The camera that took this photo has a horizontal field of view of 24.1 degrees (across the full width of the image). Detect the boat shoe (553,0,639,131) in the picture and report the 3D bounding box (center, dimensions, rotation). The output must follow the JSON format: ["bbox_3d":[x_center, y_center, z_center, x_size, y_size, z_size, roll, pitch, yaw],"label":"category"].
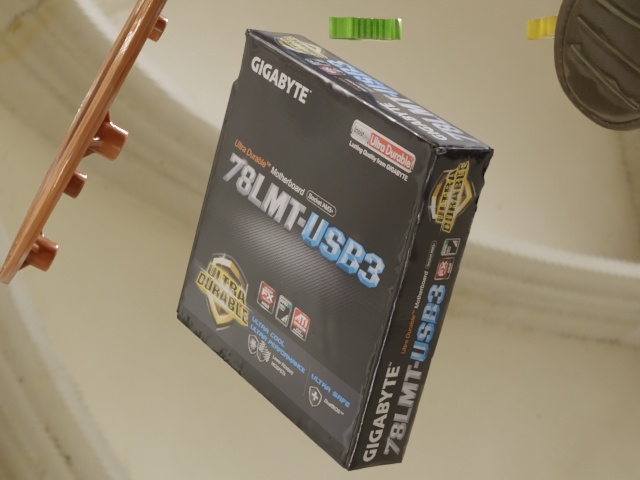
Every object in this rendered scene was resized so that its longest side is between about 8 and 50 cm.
[{"bbox_3d":[0.245,-0.187,0.980,0.111,0.307,0.104,41,-118,13],"label":"boat shoe"}]

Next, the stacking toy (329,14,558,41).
[{"bbox_3d":[0.115,-0.241,1.179,0.221,0.052,0.167,-1,-86,-15],"label":"stacking toy"}]

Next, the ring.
[{"bbox_3d":[-0.133,-0.116,1.031,0.032,0.336,0.336,27,-126,-12],"label":"ring"}]

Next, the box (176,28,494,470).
[{"bbox_3d":[0.000,0.000,1.305,0.073,0.293,0.295,-2,-153,-37],"label":"box"}]
